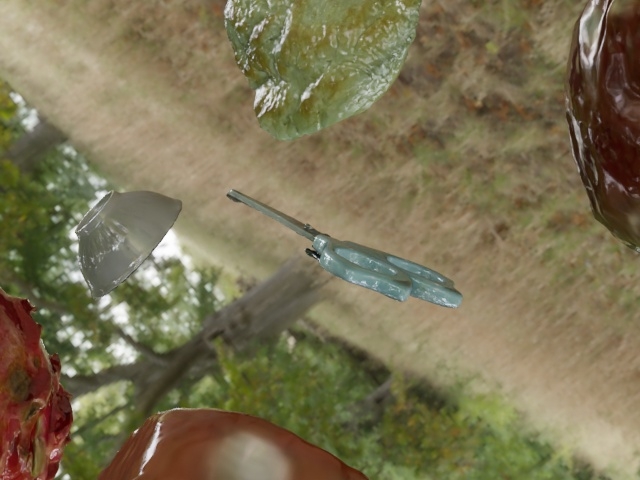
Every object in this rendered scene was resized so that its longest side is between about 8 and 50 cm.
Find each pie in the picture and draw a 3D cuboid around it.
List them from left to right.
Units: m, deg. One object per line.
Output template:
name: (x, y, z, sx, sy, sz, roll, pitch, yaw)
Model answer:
pie: (0.011, -0.235, 0.963, 0.105, 0.257, 0.275, 26, -145, -41)

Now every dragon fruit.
dragon fruit: (-0.428, 0.213, 1.086, 0.249, 0.386, 0.371, 35, -147, -32)

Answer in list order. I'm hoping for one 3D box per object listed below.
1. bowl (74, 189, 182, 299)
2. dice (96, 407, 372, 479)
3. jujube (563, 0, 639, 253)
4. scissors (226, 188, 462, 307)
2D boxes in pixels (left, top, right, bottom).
bowl: (-0.292, -0.014, 1.378, 0.086, 0.189, 0.189, 43, 179, -19)
dice: (-0.057, 0.200, 0.486, 0.173, 0.175, 0.179, 30, 142, -6)
jujube: (0.323, -0.149, 0.653, 0.276, 0.377, 0.276, 31, 176, 2)
scissors: (0.000, 0.001, 1.144, 0.360, 0.030, 0.191, 25, -168, 41)
